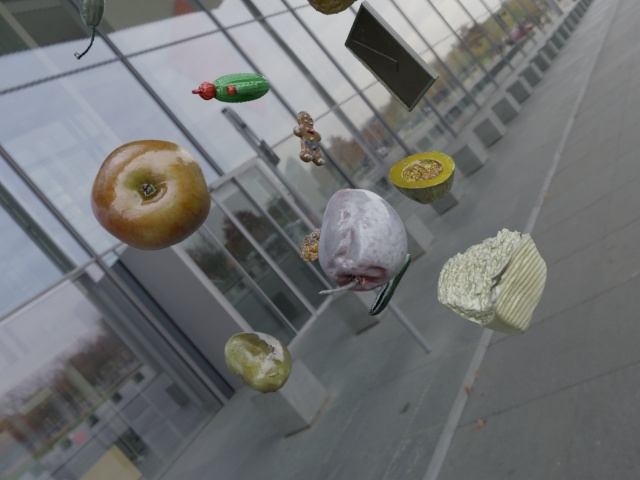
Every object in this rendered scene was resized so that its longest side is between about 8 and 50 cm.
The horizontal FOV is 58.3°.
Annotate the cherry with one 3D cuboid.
[{"bbox_3d":[0.129,-0.001,1.821,0.291,0.335,0.326,-1,1,-6],"label":"cherry"}]

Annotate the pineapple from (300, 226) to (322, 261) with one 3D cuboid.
[{"bbox_3d":[0.000,0.000,2.250,0.225,0.076,0.225,-28,21,12],"label":"pineapple"}]

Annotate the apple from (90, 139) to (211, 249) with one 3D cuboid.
[{"bbox_3d":[-0.575,-0.158,1.983,0.400,0.400,0.333,-42,17,-22],"label":"apple"}]

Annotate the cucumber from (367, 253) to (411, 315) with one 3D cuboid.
[{"bbox_3d":[0.247,0.158,2.027,0.284,0.056,0.056,-55,10,-25],"label":"cucumber"}]

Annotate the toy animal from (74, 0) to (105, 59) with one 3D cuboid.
[{"bbox_3d":[-0.617,-0.593,1.533,0.079,0.070,0.253,-112,34,-47],"label":"toy animal"}]

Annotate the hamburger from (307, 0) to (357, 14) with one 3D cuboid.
[{"bbox_3d":[0.038,-0.935,1.979,0.134,0.265,0.285,-26,-11,-39],"label":"hamburger"}]

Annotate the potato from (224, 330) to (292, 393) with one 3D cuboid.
[{"bbox_3d":[-0.210,0.420,1.997,0.307,0.210,0.173,27,107,58],"label":"potato"}]

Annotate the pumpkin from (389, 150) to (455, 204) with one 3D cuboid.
[{"bbox_3d":[0.345,-0.196,1.894,0.217,0.110,0.217,-17,30,10],"label":"pumpkin"}]

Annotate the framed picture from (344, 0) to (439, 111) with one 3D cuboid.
[{"bbox_3d":[0.176,-0.469,1.490,0.018,0.265,0.192,-43,-1,-18],"label":"framed picture"}]

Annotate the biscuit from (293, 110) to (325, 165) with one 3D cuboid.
[{"bbox_3d":[-0.041,-0.367,2.024,0.031,0.205,0.138,-23,-21,38],"label":"biscuit"}]

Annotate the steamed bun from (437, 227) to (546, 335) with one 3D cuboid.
[{"bbox_3d":[0.506,0.123,1.725,0.290,0.273,0.272,-54,32,-15],"label":"steamed bun"}]

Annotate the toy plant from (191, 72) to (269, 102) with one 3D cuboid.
[{"bbox_3d":[-0.259,-0.461,1.744,0.154,0.088,0.240,8,21,27],"label":"toy plant"}]
